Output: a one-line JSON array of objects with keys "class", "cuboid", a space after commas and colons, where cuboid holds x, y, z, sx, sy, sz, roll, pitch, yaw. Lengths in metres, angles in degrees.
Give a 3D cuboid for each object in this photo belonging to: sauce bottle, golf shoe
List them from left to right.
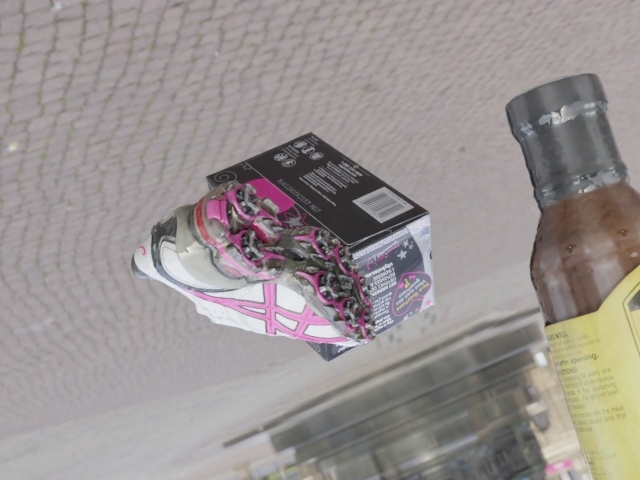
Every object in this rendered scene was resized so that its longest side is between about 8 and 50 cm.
[{"class": "golf shoe", "cuboid": [-0.035, 0.025, 0.615, 0.086, 0.067, 0.186, -24, 142, 28]}, {"class": "sauce bottle", "cuboid": [0.207, 0.057, 0.662, 0.111, 0.344, 0.111, -17, 173, -2]}]

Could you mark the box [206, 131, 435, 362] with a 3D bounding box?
[{"class": "box", "cuboid": [0.000, 0.000, 1.151, 0.163, 0.247, 0.142, -25, 130, -23]}]
